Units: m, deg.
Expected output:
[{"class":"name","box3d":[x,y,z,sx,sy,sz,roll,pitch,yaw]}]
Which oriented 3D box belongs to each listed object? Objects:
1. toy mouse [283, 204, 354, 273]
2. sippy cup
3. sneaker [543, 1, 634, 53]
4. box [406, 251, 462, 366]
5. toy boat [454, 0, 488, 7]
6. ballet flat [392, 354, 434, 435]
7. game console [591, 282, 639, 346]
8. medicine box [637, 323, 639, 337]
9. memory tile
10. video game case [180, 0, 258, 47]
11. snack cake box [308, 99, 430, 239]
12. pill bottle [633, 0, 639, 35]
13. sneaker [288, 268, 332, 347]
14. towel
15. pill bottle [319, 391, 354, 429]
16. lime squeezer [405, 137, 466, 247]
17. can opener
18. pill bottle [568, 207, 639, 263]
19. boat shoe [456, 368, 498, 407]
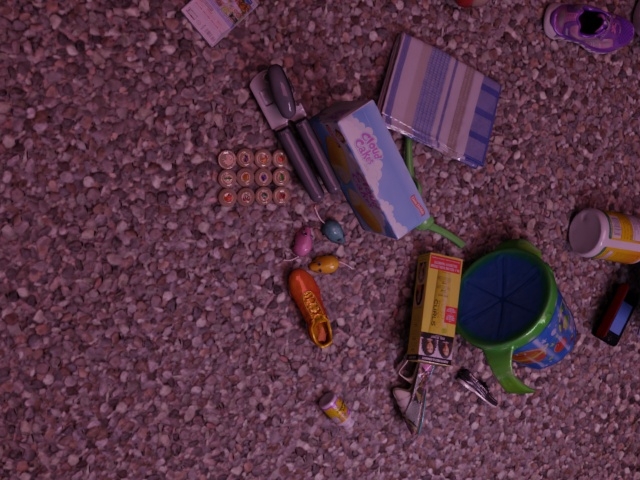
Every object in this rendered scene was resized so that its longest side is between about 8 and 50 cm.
[{"class":"toy mouse","box3d":[0.000,0.000,1.597,0.161,0.031,0.143,-6,101,-23]},{"class":"sippy cup","box3d":[0.438,0.166,1.716,0.224,0.240,0.305,37,88,-41]},{"class":"sneaker","box3d":[0.615,-0.473,1.751,0.237,0.104,0.095,4,96,-25]},{"class":"box","box3d":[0.244,0.147,1.680,0.087,0.058,0.232,14,76,-19]},{"class":"toy boat","box3d":[0.290,-0.589,1.588,0.151,0.151,0.230,3,98,6]},{"class":"ballet flat","box3d":[0.203,0.309,1.722,0.079,0.077,0.221,15,87,-6]},{"class":"game console","box3d":[0.732,0.183,1.919,0.124,0.085,0.144,29,87,-25]},{"class":"medicine box","box3d":[0.897,0.123,1.887,0.289,0.149,0.263,7,96,-54]},{"class":"memory tile","box3d":[-0.129,-0.122,1.532,0.148,0.012,0.113,-3,100,-23]},{"class":"video game case","box3d":[-0.186,-0.430,1.457,0.122,0.011,0.087,-45,112,-11]},{"class":"snack cake box","box3d":[0.093,-0.140,1.549,0.089,0.152,0.264,-35,110,-15]},{"class":"pill bottle","box3d":[0.870,-0.495,1.835,0.264,0.146,0.146,17,92,-25]},{"class":"sneaker","box3d":[-0.013,0.135,1.595,0.064,0.067,0.175,-28,107,-16]},{"class":"towel","box3d":[0.249,-0.288,1.649,0.285,0.034,0.209,20,80,-27]},{"class":"pill bottle","box3d":[0.036,0.361,1.666,0.043,0.043,0.083,-44,113,-11]},{"class":"lime squeezer","box3d":[0.219,-0.093,1.666,0.110,0.059,0.310,-32,109,-16]},{"class":"can opener","box3d":[-0.048,-0.200,1.508,0.074,0.093,0.280,-25,110,7]},{"class":"pill bottle","box3d":[0.700,-0.007,1.857,0.209,0.118,0.117,7,95,-24]},{"class":"boat shoe","box3d":[0.366,0.339,1.808,0.125,0.046,0.038,37,88,-16]}]
